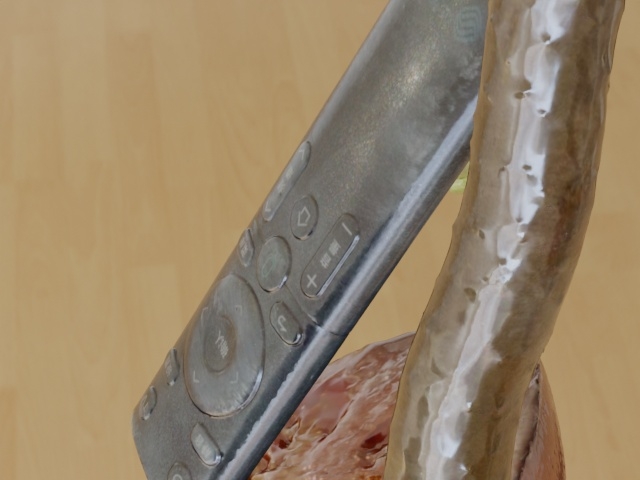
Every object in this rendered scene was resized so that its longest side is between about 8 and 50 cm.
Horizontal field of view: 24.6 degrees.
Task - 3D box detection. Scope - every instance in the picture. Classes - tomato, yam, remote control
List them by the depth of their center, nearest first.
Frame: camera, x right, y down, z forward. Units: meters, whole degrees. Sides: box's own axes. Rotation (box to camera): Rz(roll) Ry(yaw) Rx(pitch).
[{"bbox_3d":[0.054,-0.001,0.438,0.045,0.327,0.045,-13,32,-37],"label":"yam"},{"bbox_3d":[0.000,0.000,0.796,0.044,0.378,0.107,15,33,-33],"label":"remote control"},{"bbox_3d":[0.031,0.209,0.943,0.338,0.144,0.338,-28,22,12],"label":"tomato"}]

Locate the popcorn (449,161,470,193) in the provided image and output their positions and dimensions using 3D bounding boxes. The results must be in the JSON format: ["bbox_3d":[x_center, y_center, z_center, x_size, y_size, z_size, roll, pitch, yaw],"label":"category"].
[{"bbox_3d":[0.098,-0.098,0.875,0.126,0.145,0.125,8,27,33],"label":"popcorn"}]
